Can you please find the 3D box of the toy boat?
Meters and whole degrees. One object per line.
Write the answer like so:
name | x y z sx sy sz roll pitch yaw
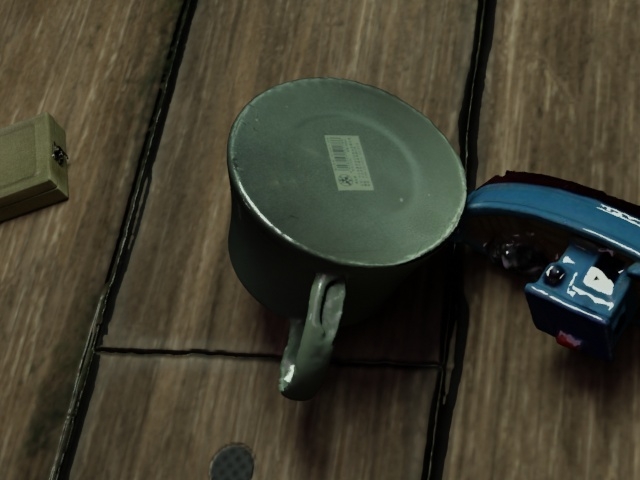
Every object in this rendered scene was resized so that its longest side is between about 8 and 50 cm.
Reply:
toy boat | 0.171 0.024 0.675 0.223 0.100 0.097 24 67 35

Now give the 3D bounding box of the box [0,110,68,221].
box | -0.266 -0.066 0.926 0.083 0.035 0.079 -17 58 10

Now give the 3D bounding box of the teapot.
teapot | 0.000 0.000 0.728 0.163 0.149 0.239 12 52 -10
